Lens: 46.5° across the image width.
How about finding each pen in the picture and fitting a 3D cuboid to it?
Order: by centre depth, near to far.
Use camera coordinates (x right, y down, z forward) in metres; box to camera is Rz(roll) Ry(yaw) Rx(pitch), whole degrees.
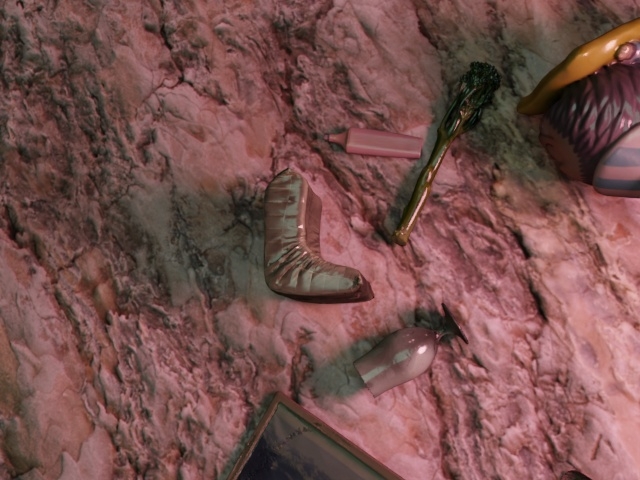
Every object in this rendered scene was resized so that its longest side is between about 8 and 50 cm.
[{"bbox_3d":[0.102,-0.193,1.478,0.197,0.032,0.053,9,81,8],"label":"pen"}]

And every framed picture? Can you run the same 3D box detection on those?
[{"bbox_3d":[-0.021,0.450,1.306,0.335,0.022,0.247,27,84,37],"label":"framed picture"}]

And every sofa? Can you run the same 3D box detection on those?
[{"bbox_3d":[0.000,0.000,1.365,0.175,0.210,0.226,-3,77,10],"label":"sofa"}]

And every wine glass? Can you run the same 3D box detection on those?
[{"bbox_3d":[0.161,0.203,1.356,0.202,0.093,0.093,-31,75,2],"label":"wine glass"}]

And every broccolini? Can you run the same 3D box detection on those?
[{"bbox_3d":[0.241,-0.168,1.426,0.078,0.074,0.392,22,81,20],"label":"broccolini"}]

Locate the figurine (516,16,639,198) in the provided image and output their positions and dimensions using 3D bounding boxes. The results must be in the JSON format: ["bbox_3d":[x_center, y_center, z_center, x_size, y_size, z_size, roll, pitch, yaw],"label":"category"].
[{"bbox_3d":[0.592,-0.190,1.300,0.361,0.266,0.378,-30,83,1],"label":"figurine"}]

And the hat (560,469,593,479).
[{"bbox_3d":[0.461,0.433,1.291,0.087,0.042,0.058,2,73,44],"label":"hat"}]
